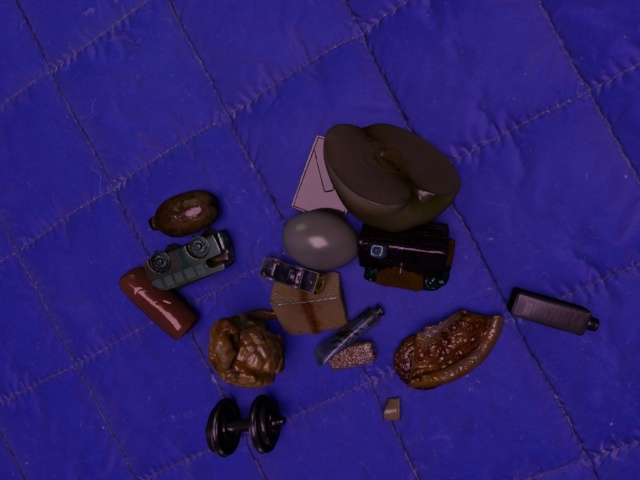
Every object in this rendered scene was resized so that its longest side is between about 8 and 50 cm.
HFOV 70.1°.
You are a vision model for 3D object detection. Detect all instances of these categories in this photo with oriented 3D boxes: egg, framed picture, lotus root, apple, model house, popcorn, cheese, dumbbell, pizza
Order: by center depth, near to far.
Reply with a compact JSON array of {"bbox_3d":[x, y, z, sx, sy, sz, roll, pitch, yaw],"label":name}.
[{"bbox_3d":[0.190,-0.201,1.300,0.312,0.320,0.360,-39,52,11],"label":"apple"},{"bbox_3d":[0.255,0.050,1.348,0.280,0.249,0.230,6,97,11],"label":"model house"},{"bbox_3d":[0.403,0.323,1.394,0.365,0.074,0.182,-29,89,-3],"label":"pizza"},{"bbox_3d":[0.000,0.000,1.427,0.253,0.186,0.186,13,98,14],"label":"egg"},{"bbox_3d":[-0.243,0.352,1.444,0.265,0.332,0.225,33,75,23],"label":"popcorn"},{"bbox_3d":[0.029,-0.192,1.487,0.189,0.023,0.260,22,99,9],"label":"framed picture"},{"bbox_3d":[0.236,0.560,1.507,0.060,0.041,0.084,3,97,14],"label":"cheese"},{"bbox_3d":[-0.254,0.624,1.540,0.290,0.192,0.192,-12,93,13],"label":"dumbbell"},{"bbox_3d":[-0.465,-0.088,1.547,0.260,0.128,0.145,-15,75,8],"label":"lotus root"}]

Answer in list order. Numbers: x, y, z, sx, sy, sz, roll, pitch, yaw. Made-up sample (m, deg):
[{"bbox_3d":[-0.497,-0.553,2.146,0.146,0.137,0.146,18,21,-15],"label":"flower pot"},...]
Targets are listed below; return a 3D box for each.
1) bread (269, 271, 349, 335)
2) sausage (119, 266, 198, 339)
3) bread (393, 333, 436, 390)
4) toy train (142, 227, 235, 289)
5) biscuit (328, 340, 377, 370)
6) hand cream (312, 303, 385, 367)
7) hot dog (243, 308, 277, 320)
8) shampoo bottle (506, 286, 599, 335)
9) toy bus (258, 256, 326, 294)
[{"bbox_3d":[-0.032,0.219,1.539,0.240,0.135,0.178,-9,127,12],"label":"bread"},{"bbox_3d":[-0.569,0.214,1.601,0.304,0.121,0.121,41,102,5],"label":"sausage"},{"bbox_3d":[0.329,0.392,1.462,0.193,0.064,0.193,0,91,11],"label":"bread"},{"bbox_3d":[-0.449,0.068,1.561,0.326,0.129,0.159,-20,97,12],"label":"toy train"},{"bbox_3d":[0.102,0.375,1.504,0.168,0.070,0.082,-17,82,15],"label":"biscuit"},{"bbox_3d":[0.091,0.305,1.478,0.271,0.091,0.058,-37,119,0],"label":"hand cream"},{"bbox_3d":[-0.204,0.255,1.576,0.137,0.028,0.044,-6,120,15],"label":"hot dog"},{"bbox_3d":[0.694,0.214,1.359,0.246,0.079,0.080,17,100,10],"label":"shampoo bottle"},{"bbox_3d":[-0.093,0.110,1.472,0.226,0.074,0.081,13,87,33],"label":"toy bus"}]
